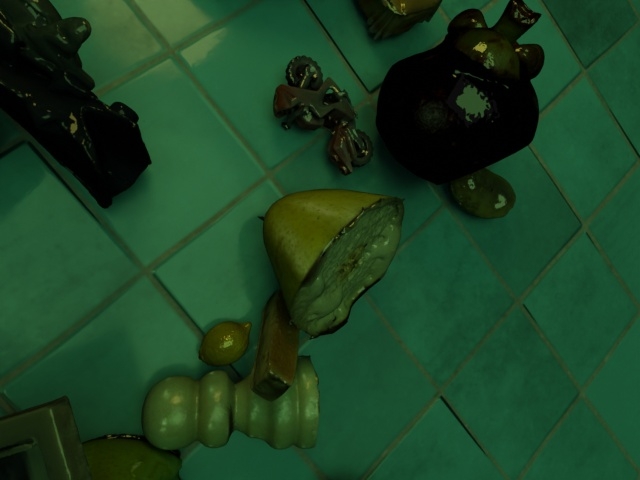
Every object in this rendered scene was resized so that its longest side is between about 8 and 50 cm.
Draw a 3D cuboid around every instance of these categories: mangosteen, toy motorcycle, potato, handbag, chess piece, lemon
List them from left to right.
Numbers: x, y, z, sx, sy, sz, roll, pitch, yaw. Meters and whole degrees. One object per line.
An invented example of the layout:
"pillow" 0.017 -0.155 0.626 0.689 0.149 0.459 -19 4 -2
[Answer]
"handbag" -0.346 -0.203 0.531 0.325 0.269 0.118 44 72 -11
"lemon" -0.142 0.155 0.681 0.092 0.065 0.065 -34 97 -16
"chess piece" -0.131 0.243 0.656 0.243 0.133 0.133 0 85 -12
"toy motorcycle" 0.000 -0.199 0.754 0.118 0.084 0.212 -46 105 -26
"mangosteen" 0.235 -0.228 0.727 0.287 0.287 0.233 -15 79 -20
"potato" 0.303 -0.092 0.856 0.137 0.070 0.092 26 76 -17

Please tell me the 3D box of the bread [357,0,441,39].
"bread" 0.117 -0.500 0.807 0.136 0.107 0.241 -25 93 -17

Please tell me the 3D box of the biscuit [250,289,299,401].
"biscuit" -0.065 0.145 0.651 0.052 0.188 0.056 37 112 -18

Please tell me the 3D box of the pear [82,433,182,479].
"pear" -0.232 0.383 0.537 0.159 0.292 0.293 -29 95 -10

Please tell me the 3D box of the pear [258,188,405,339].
"pear" 0.000 -0.002 0.686 0.267 0.267 0.178 -39 63 -18

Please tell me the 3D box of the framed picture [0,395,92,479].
"framed picture" -0.289 0.392 0.408 0.325 0.028 0.447 -21 86 18
